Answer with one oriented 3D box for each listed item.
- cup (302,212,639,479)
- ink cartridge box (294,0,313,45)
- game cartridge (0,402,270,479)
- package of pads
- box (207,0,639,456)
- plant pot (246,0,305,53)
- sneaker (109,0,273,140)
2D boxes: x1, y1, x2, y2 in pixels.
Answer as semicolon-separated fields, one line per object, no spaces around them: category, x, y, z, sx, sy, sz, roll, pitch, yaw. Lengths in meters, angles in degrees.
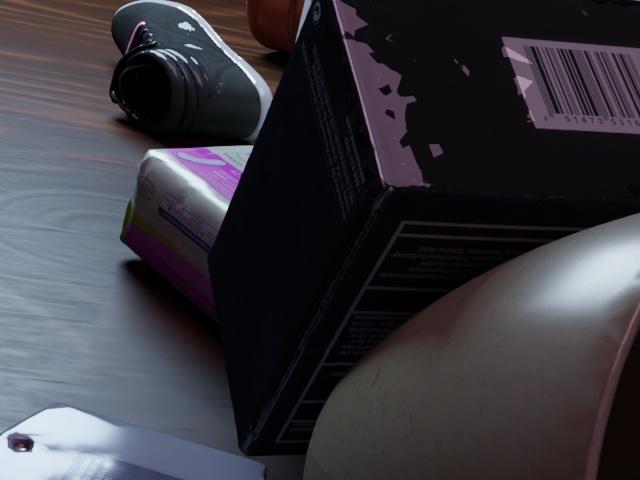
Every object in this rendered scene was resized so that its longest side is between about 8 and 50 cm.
cup;0.130;0.143;0.714;0.237;0.331;0.331;-1;6;43
ink cartridge box;0.037;-0.147;1.402;0.093;0.219;0.160;1;26;-31
game cartridge;-0.129;0.189;0.717;0.196;0.060;0.294;20;22;2
package of pads;0.000;0.000;1.187;0.297;0.101;0.229;-5;31;-42
box;0.107;-0.004;0.891;0.296;0.294;0.182;2;52;-21
plant pot;0.089;-0.317;1.821;0.265;0.272;0.272;36;29;25
sneaker;-0.193;-0.208;1.547;0.147;0.104;0.296;0;30;-44
